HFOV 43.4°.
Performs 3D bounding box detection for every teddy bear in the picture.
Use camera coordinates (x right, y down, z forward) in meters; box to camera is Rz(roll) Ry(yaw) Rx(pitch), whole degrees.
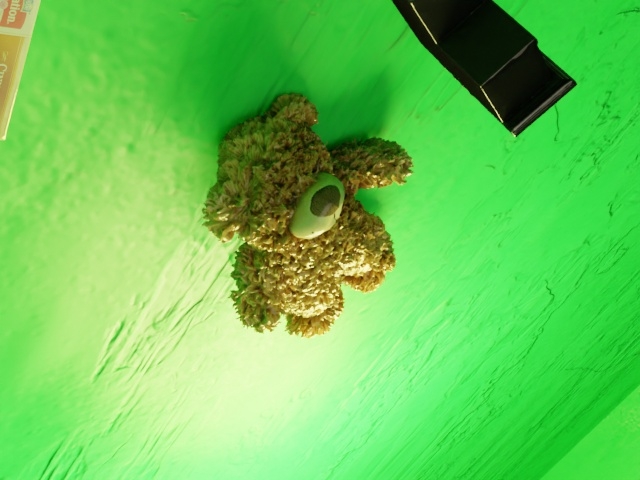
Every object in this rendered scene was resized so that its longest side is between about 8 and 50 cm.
[{"bbox_3d":[0.000,0.000,0.857,0.245,0.113,0.338,-26,145,-18],"label":"teddy bear"}]

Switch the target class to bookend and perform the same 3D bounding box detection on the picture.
[{"bbox_3d":[0.126,-0.193,0.690,0.072,0.156,0.157,-41,145,9],"label":"bookend"}]

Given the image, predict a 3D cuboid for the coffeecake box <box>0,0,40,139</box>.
[{"bbox_3d":[-0.277,-0.140,0.485,0.185,0.068,0.142,-1,133,-40],"label":"coffeecake box"}]
